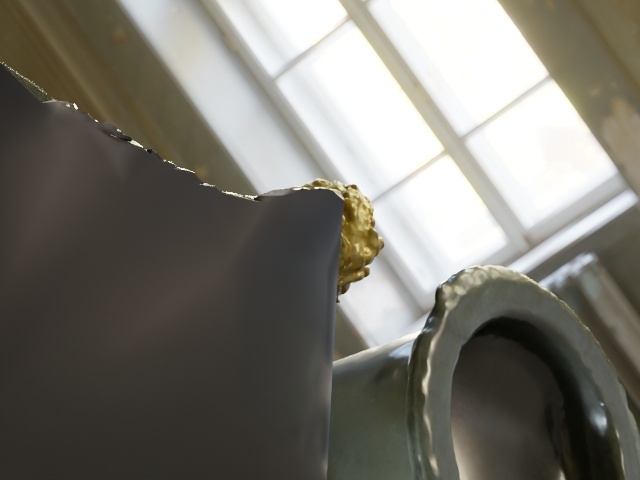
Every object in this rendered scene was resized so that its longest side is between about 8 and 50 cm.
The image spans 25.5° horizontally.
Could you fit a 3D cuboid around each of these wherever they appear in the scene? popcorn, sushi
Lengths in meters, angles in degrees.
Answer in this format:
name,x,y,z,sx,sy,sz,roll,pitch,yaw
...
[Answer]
name,x,y,z,sx,sy,sz,roll,pitch,yaw
popcorn,0.000,0.000,0.878,0.057,0.082,0.083,1,-50,-35
sushi,-0.141,0.073,0.493,0.227,0.215,0.212,15,-18,-41

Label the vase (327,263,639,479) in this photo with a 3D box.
name,x,y,z,sx,sy,sz,roll,pitch,yaw
vase,0.041,0.173,0.960,0.291,0.245,0.245,-23,8,41
